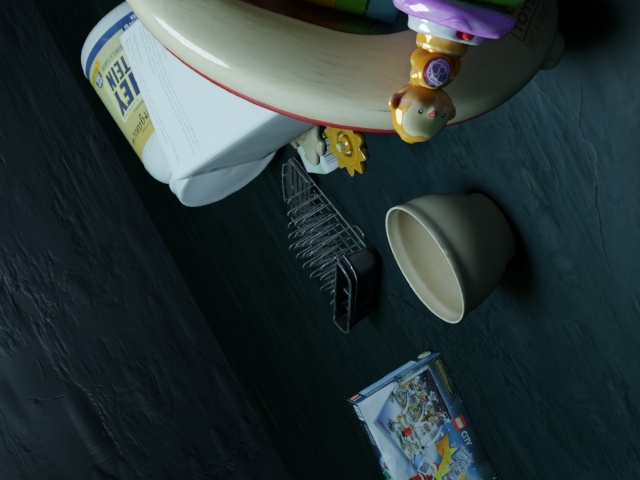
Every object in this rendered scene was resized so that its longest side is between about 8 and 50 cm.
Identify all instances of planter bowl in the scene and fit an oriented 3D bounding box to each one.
[{"bbox_3d":[0.170,0.006,1.591,0.162,0.109,0.162,52,160,27],"label":"planter bowl"}]

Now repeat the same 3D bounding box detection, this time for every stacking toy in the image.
[{"bbox_3d":[0.115,-0.224,1.061,0.166,0.175,0.301,36,114,56],"label":"stacking toy"}]

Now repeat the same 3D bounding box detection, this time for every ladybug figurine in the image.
[{"bbox_3d":[0.011,-0.233,1.239,0.450,0.305,0.162,21,153,7],"label":"ladybug figurine"}]

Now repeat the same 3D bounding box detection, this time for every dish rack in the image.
[{"bbox_3d":[0.000,0.000,2.131,0.271,0.074,0.208,53,161,25],"label":"dish rack"}]

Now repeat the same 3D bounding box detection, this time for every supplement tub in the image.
[{"bbox_3d":[-0.232,-0.237,2.149,0.316,0.228,0.228,55,162,17],"label":"supplement tub"}]

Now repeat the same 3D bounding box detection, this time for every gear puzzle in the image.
[{"bbox_3d":[-0.028,-0.204,1.702,0.339,0.044,0.175,46,149,39],"label":"gear puzzle"}]

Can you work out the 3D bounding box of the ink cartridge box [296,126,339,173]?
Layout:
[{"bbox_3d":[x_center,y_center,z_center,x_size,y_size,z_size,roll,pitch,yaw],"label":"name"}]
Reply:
[{"bbox_3d":[-0.047,-0.197,1.990,0.181,0.056,0.225,65,161,-14],"label":"ink cartridge box"}]

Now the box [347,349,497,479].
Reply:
[{"bbox_3d":[0.161,0.312,2.019,0.233,0.159,0.044,65,161,-12],"label":"box"}]

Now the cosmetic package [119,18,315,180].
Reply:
[{"bbox_3d":[-0.063,-0.239,1.537,0.385,0.156,0.217,-24,85,50],"label":"cosmetic package"}]
